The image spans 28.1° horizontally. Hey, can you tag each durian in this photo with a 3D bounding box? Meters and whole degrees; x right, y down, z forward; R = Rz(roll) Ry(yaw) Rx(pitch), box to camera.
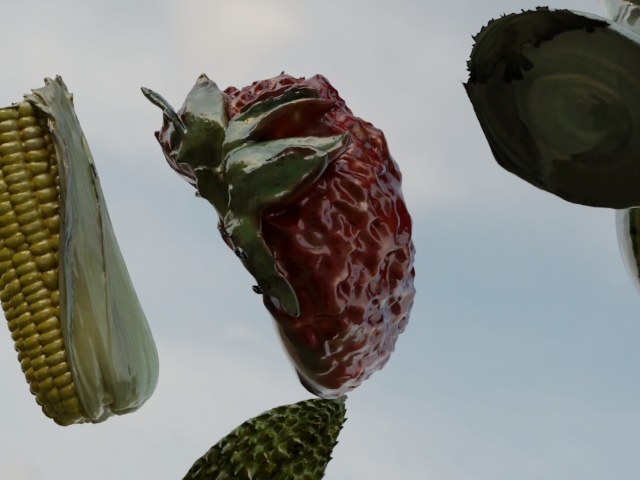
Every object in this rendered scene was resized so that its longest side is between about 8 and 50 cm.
[{"bbox_3d":[-0.060,0.202,1.032,0.086,0.215,0.100,49,5,7],"label":"durian"}]

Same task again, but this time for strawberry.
[{"bbox_3d":[0.008,0.012,0.679,0.174,0.098,0.228,54,-7,50],"label":"strawberry"}]

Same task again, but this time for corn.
[{"bbox_3d":[-0.221,0.008,1.102,0.122,0.123,0.305,-18,-94,27],"label":"corn"}]

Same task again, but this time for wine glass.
[{"bbox_3d":[0.177,-0.133,0.637,0.126,0.241,0.126,26,-33,18],"label":"wine glass"}]

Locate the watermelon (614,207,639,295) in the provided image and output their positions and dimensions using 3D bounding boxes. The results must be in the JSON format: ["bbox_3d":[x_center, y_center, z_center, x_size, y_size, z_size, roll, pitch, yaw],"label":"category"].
[{"bbox_3d":[0.230,-0.006,0.670,0.141,0.141,0.187,45,11,-10],"label":"watermelon"}]
